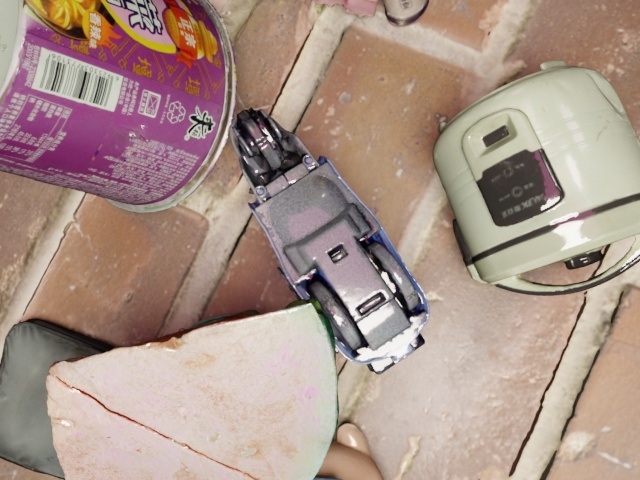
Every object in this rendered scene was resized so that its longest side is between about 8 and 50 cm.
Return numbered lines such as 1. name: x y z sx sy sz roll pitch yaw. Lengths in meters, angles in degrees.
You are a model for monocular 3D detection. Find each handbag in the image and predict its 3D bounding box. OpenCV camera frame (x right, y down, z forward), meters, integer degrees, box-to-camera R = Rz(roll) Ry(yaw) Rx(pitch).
1. handbag: -0.323 0.241 0.677 0.332 0.075 0.191 17 80 13

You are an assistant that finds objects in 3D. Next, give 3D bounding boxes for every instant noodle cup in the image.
1. instant noodle cup: -0.315 -0.206 0.595 0.340 0.266 0.340 0 90 28

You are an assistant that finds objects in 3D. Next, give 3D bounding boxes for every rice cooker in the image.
1. rice cooker: 0.256 -0.058 0.569 0.226 0.226 0.244 -20 82 4

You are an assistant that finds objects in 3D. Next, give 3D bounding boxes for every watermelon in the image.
1. watermelon: -0.129 0.156 0.541 0.292 0.222 0.319 -8 120 -2

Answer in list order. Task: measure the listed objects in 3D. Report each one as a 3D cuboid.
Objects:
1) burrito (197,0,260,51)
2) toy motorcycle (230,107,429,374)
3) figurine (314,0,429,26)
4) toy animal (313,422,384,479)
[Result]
1. burrito: -0.139 -0.389 0.744 0.117 0.076 0.392 30 84 17
2. toy motorcycle: 0.000 0.000 0.604 0.125 0.212 0.358 -32 82 -4
3. figurine: 0.074 -0.494 0.664 0.211 0.253 0.361 -13 72 51
4. toy animal: 0.006 0.357 0.529 0.195 0.256 0.213 4 98 1
